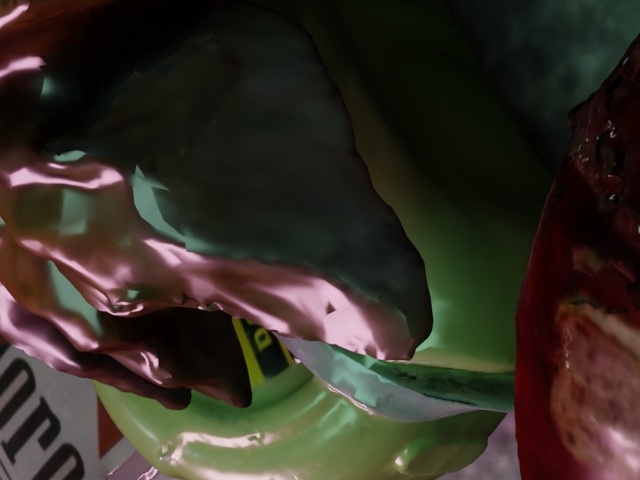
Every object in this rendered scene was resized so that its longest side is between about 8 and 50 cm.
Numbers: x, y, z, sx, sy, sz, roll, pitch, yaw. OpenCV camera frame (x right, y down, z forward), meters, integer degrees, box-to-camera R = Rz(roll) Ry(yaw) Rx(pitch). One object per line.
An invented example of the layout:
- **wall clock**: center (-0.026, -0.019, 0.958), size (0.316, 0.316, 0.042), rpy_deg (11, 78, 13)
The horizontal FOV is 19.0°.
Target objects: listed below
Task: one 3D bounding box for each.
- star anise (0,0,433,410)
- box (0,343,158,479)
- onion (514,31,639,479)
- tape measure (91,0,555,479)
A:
- **star anise**: center (-0.106, -0.051, 0.546), size (0.349, 0.109, 0.292), rpy_deg (27, 125, 39)
- **box**: center (-0.124, 0.027, 0.771), size (0.115, 0.036, 0.177), rpy_deg (-46, 67, 33)
- **onion**: center (0.149, 0.048, 0.434), size (0.252, 0.219, 0.252), rpy_deg (10, 109, 31)
- **tape measure**: center (0.000, 0.000, 0.622), size (0.175, 0.106, 0.200), rpy_deg (-44, 65, 26)
